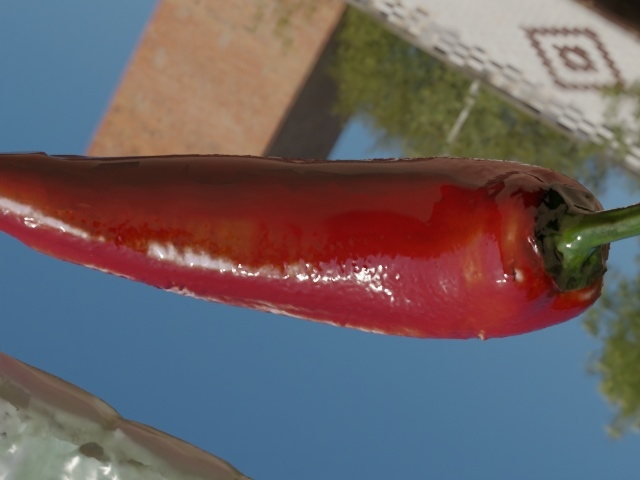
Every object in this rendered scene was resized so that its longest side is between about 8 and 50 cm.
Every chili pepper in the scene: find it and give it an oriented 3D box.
[{"bbox_3d":[-0.003,0.001,0.753,0.368,0.092,0.137,0,176,18],"label":"chili pepper"}]

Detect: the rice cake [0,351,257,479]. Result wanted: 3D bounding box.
[{"bbox_3d":[-0.116,0.111,0.422,0.189,0.198,0.037,28,-161,-1],"label":"rice cake"}]
